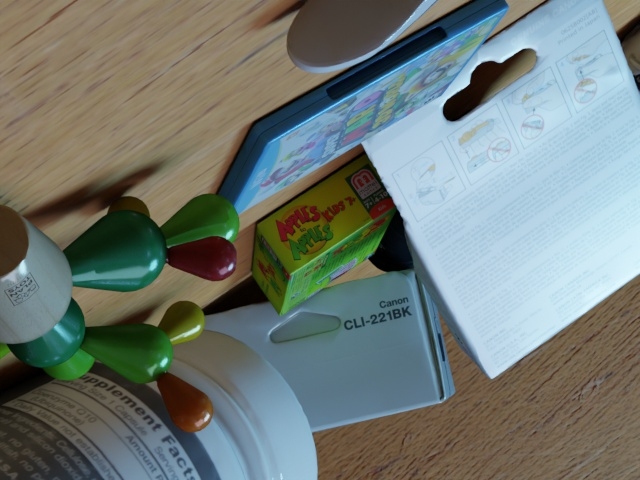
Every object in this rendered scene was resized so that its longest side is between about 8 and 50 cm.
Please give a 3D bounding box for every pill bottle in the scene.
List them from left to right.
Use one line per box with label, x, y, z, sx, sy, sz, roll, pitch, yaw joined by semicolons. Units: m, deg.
pill bottle;-0.173;0.193;0.913;0.204;0.204;0.361;-41;170;38

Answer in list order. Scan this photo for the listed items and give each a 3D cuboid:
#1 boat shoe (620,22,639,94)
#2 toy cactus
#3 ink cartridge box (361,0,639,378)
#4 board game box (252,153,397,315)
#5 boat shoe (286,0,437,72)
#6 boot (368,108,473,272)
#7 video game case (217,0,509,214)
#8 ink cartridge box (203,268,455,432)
boat shoe;0.300;-0.148;1.233;0.084;0.095;0.258;-38;172;-11
toy cactus;-0.127;0.042;0.644;0.219;0.112;0.180;-25;161;-8
ink cartridge box;0.138;-0.044;0.988;0.189;0.232;0.066;-35;-151;-5
board game box;0.000;0.000;1.063;0.092;0.043;0.181;-34;173;-10
boat shoe;0.028;-0.102;0.614;0.100;0.035;0.035;-40;170;-8
boot;0.153;-0.058;1.137;0.246;0.094;0.207;-26;176;-15
video game case;0.021;-0.073;0.813;0.166;0.015;0.119;-31;172;-23
ink cartridge box;0.010;0.106;1.280;0.197;0.114;0.273;-13;173;6
